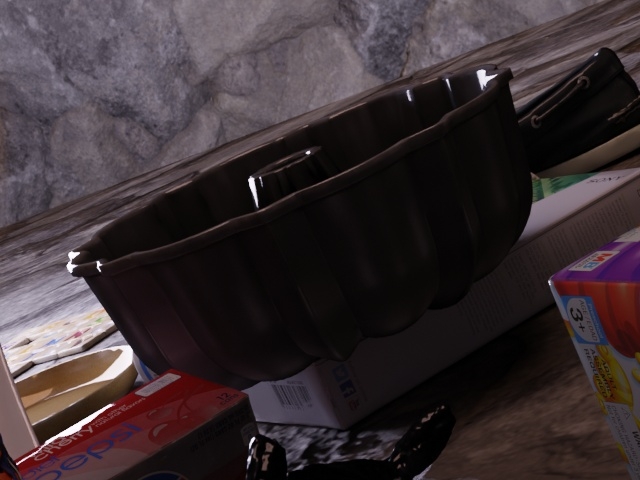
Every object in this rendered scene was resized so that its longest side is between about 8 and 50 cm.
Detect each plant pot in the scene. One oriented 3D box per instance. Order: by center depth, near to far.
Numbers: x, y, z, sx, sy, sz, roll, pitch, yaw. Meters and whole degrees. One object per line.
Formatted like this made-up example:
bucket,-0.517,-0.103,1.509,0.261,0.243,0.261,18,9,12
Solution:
plant pot,-0.261,0.158,1.680,0.236,0.032,0.236,-24,9,4

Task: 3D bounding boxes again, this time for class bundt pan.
bundt pan,0.000,0.000,1.304,0.330,0.124,0.331,-23,11,5

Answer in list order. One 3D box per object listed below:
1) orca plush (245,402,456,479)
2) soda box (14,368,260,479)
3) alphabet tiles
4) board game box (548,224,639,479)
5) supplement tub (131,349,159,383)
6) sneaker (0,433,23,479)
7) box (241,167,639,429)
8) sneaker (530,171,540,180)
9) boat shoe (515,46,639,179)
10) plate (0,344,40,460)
orca plush,0.005,0.131,0.880,0.151,0.102,0.287,-5,18,26
soda box,-0.151,0.176,1.081,0.263,0.092,0.083,-29,25,-32
alphabet tiles,-0.306,0.117,2.093,0.237,0.009,0.198,-17,11,38
board game box,0.233,0.048,0.731,0.142,0.144,0.275,-28,9,-20
supplement tub,-0.098,0.085,1.571,0.107,0.071,0.071,-15,12,42
sneaker,-0.186,0.134,0.970,0.083,0.087,0.221,-22,45,-26
box,0.077,0.040,1.430,0.322,0.058,0.232,-28,10,-27
sneaker,0.121,-0.027,1.694,0.152,0.058,0.084,-23,12,-2
boat shoe,0.144,-0.085,1.792,0.340,0.113,0.127,-22,7,8
plate,-0.308,0.177,1.199,0.278,0.045,0.277,-17,44,-16
